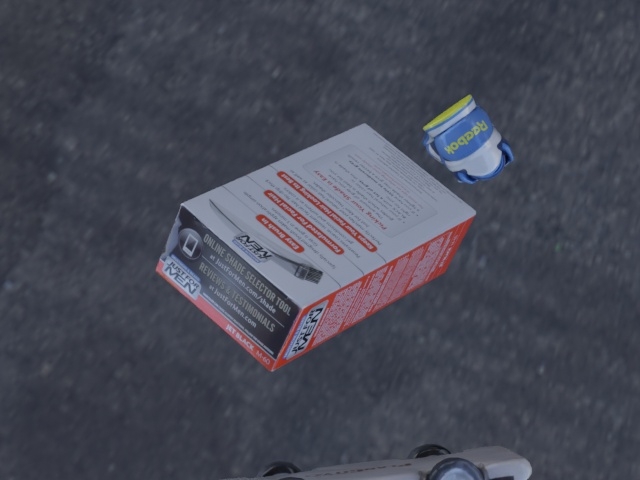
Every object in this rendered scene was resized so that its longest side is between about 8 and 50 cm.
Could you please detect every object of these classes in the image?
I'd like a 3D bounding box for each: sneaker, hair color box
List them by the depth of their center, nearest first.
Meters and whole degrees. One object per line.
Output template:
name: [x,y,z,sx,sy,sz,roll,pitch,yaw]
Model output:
hair color box: [0.000,0.000,1.053,0.093,0.167,0.053,40,128,20]
sneaker: [0.109,-0.068,1.379,0.053,0.144,0.059,-39,85,7]

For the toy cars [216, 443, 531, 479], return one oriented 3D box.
toy cars: [-0.043,0.179,1.027,0.176,0.393,0.087,-6,90,45]
